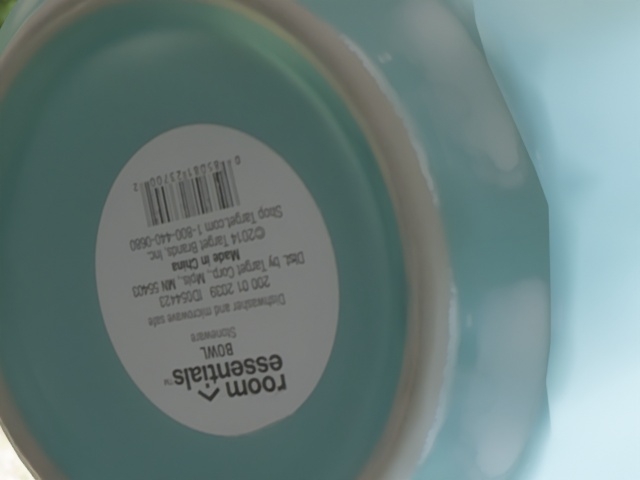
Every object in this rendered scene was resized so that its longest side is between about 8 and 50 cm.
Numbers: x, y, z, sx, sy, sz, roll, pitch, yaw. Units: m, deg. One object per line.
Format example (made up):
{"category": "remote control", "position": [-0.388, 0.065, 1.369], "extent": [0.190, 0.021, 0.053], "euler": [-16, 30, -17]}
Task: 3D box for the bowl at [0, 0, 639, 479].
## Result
{"category": "bowl", "position": [0.000, 0.000, 0.461], "extent": [0.311, 0.311, 0.163], "euler": [-29, 170, 35]}
